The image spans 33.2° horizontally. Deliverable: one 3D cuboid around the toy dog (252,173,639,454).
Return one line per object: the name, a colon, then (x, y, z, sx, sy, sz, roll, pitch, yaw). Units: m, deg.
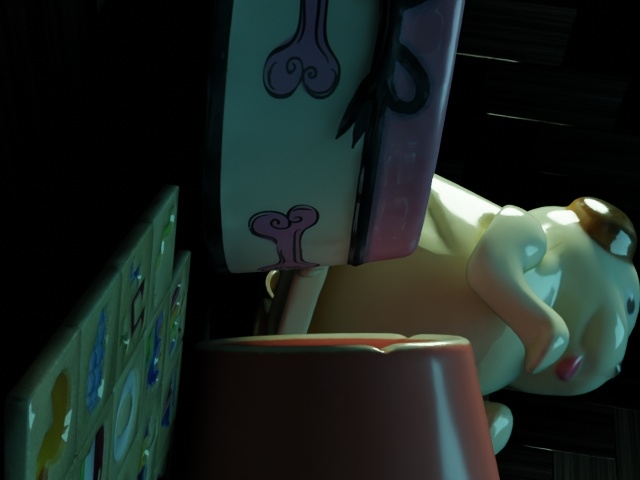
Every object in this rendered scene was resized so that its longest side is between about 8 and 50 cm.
toy dog: (0.145, 0.057, 1.162, 0.395, 0.407, 0.285, -102, -155, -65)

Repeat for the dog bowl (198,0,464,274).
dog bowl: (0.022, -0.165, 0.798, 0.408, 0.150, 0.408, 9, 90, -88)

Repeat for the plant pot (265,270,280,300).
plant pot: (-0.005, 0.139, 1.330, 0.167, 0.166, 0.165, -77, -178, -66)

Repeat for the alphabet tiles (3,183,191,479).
alphabet tiles: (-0.104, 0.142, 0.490, 0.342, 0.011, 0.285, -77, 175, -69)

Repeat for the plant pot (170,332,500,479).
plant pot: (0.008, 0.189, 0.738, 0.275, 0.274, 0.243, 55, 33, -87)
